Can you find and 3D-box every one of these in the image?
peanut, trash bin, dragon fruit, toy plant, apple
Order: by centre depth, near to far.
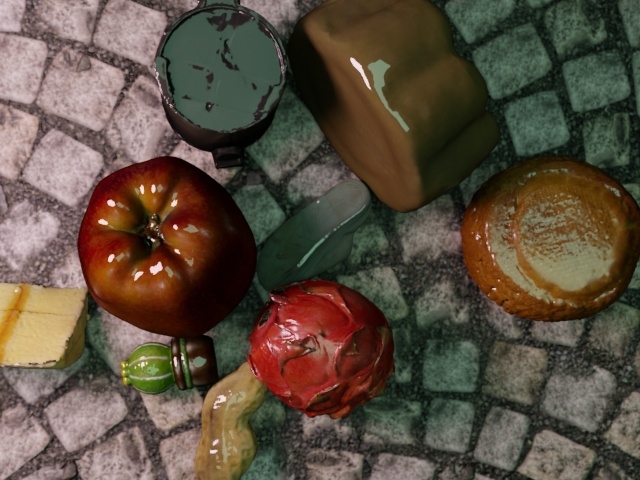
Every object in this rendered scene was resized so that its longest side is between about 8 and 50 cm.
[{"bbox_3d":[-0.249,0.010,1.587,0.288,0.317,0.288,0,75,1],"label":"apple"},{"bbox_3d":[-0.159,-0.251,1.590,0.202,0.301,0.252,-5,90,-7],"label":"trash bin"},{"bbox_3d":[0.004,0.183,1.650,0.252,0.241,0.241,23,87,6],"label":"dragon fruit"},{"bbox_3d":[-0.259,0.214,1.682,0.162,0.093,0.093,-8,91,-6],"label":"toy plant"},{"bbox_3d":[-0.155,0.319,1.693,0.103,0.098,0.229,12,89,-48],"label":"peanut"}]

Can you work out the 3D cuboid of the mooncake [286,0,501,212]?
[{"bbox_3d":[0.121,-0.242,1.595,0.200,0.378,0.378,-36,94,-12],"label":"mooncake"}]

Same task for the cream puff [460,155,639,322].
[{"bbox_3d":[0.391,-0.001,1.702,0.303,0.212,0.303,0,83,2],"label":"cream puff"}]

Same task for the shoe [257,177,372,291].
[{"bbox_3d":[0.000,0.000,1.720,0.251,0.100,0.103,-43,53,9],"label":"shoe"}]

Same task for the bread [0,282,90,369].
[{"bbox_3d":[-0.511,0.139,1.611,0.240,0.178,0.135,5,90,-5],"label":"bread"}]
